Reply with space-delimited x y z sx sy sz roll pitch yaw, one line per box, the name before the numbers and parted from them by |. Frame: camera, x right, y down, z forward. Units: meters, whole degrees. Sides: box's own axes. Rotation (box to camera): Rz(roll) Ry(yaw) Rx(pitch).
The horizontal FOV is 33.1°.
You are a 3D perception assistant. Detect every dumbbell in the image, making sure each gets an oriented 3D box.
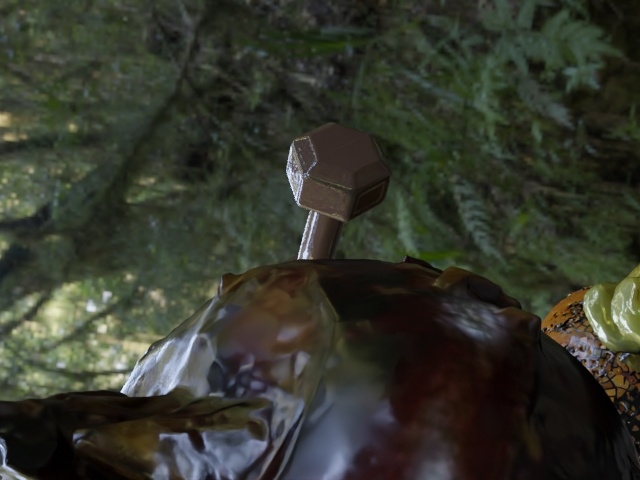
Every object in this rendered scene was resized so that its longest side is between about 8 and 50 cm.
dumbbell | 0.000 0.000 0.987 0.092 0.082 0.231 -28 -32 -34

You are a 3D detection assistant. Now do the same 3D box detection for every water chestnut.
water chestnut | -0.020 0.127 0.468 0.300 0.300 0.300 8 -90 -89

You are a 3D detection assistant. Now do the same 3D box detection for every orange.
orange | 0.280 0.153 1.075 0.234 0.182 0.234 -61 -2 -4

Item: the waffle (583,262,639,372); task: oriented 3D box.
waffle | 0.390 0.005 0.705 0.380 0.382 0.095 -9 -96 -47
